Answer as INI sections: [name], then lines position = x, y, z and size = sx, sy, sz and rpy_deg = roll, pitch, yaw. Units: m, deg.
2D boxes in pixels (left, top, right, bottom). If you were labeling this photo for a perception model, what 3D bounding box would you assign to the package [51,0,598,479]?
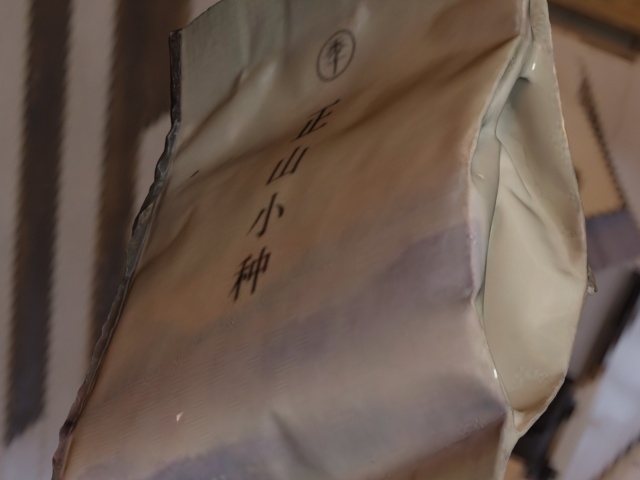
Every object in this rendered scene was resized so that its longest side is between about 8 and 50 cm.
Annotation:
[package]
position = 0.000, 0.000, 0.649
size = 0.062, 0.204, 0.250
rpy_deg = 28, 55, -34
